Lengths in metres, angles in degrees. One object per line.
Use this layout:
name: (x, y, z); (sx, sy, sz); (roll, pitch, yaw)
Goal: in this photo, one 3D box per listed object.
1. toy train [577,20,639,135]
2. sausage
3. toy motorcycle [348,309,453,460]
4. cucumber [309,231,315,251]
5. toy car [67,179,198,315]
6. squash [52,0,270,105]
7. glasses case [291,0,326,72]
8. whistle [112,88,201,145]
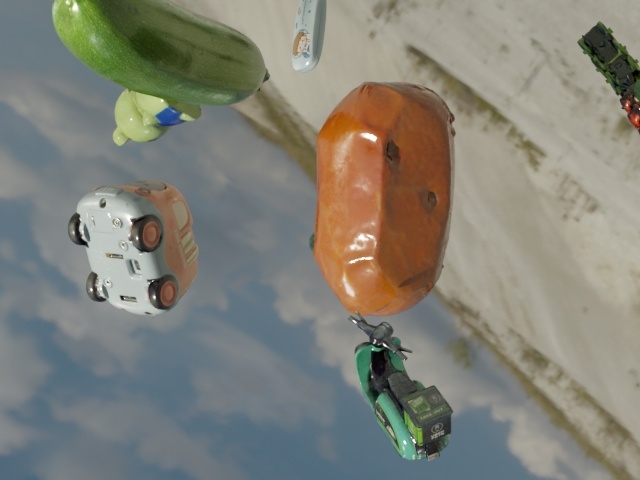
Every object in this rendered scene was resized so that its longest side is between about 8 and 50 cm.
toy train: (0.403, -0.194, 1.340); (0.085, 0.053, 0.249); (35, -154, -36)
sausage: (0.071, -0.043, 1.167); (0.153, 0.268, 0.141); (0, -171, -29)
toy motorcycle: (0.078, 0.148, 1.058); (0.058, 0.100, 0.173); (-19, -138, -15)
cucumber: (0.000, 0.000, 1.863); (0.039, 0.039, 0.168); (32, 168, -2)
toy car: (-0.332, -0.001, 1.983); (0.181, 0.270, 0.212); (5, -149, 30)
squash: (-0.164, -0.207, 1.138); (0.107, 0.107, 0.395); (36, -167, 21)
glasses case: (-0.023, -0.426, 2.112); (0.045, 0.178, 0.067); (17, 162, -37)
whistle: (-0.209, -0.198, 1.434); (0.085, 0.227, 0.105); (44, -133, -23)
